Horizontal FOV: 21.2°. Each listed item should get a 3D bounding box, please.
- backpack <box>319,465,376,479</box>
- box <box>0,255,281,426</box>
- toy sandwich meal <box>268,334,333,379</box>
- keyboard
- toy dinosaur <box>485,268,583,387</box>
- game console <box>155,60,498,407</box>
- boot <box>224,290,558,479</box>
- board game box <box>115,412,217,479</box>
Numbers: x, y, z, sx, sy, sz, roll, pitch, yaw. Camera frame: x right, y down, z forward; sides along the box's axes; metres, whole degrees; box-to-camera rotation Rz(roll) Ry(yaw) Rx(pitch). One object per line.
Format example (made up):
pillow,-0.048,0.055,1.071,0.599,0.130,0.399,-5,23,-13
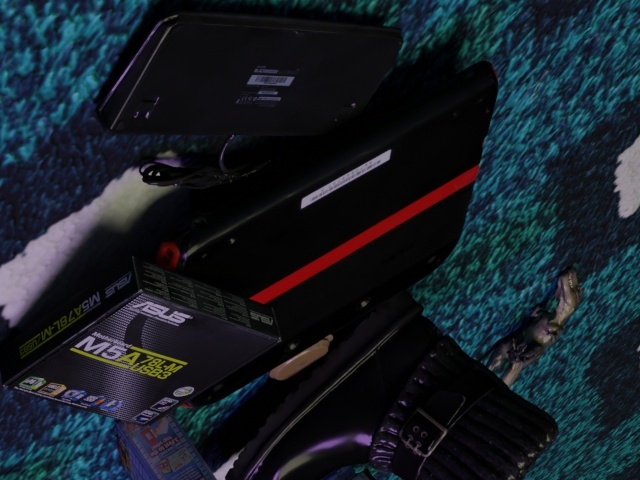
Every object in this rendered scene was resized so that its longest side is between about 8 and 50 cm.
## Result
backpack,0.023,0.362,2.281,0.114,0.084,0.105,-32,153,-29
box,-0.165,0.097,1.563,0.184,0.045,0.191,-31,146,28
toy sandwich meal,-0.025,0.125,1.916,0.086,0.029,0.085,-28,161,-10
keyboard,-0.070,-0.116,1.478,0.317,0.033,0.201,-3,134,-50
toy dinosaur,0.266,0.154,2.319,0.118,0.064,0.268,-16,148,-53
game console,0.000,0.000,1.708,0.386,0.060,0.342,-31,154,-21
boot,0.073,0.254,1.952,0.348,0.260,0.131,-46,172,8
board game box,-0.140,0.296,1.836,0.060,0.194,0.194,-30,152,-21
